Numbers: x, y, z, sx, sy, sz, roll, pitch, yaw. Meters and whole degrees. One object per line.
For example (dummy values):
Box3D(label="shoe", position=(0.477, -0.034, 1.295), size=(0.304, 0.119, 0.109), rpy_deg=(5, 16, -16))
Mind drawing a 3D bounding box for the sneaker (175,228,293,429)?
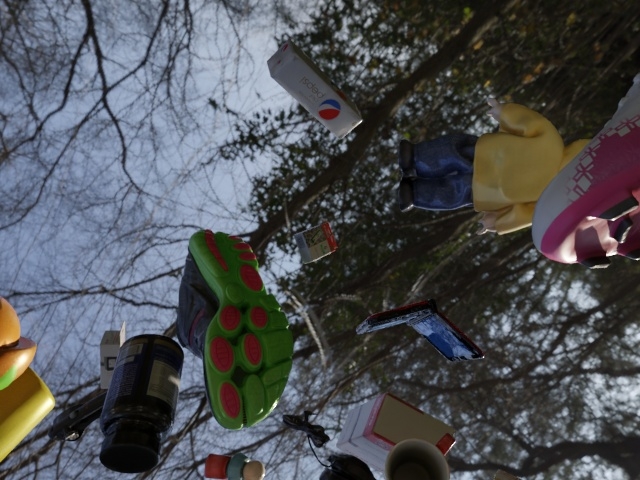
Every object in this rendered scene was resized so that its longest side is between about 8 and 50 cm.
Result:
Box3D(label="sneaker", position=(-0.189, 0.181, 1.058), size=(0.185, 0.202, 0.482), rpy_deg=(11, -147, -26))

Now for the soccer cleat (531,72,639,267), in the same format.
Box3D(label="soccer cleat", position=(0.288, -0.101, 0.404), size=(0.143, 0.331, 0.116), rpy_deg=(61, 179, 37))

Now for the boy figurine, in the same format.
Box3D(label="boy figurine", position=(0.245, -0.097, 0.670), size=(0.285, 0.177, 0.092), rpy_deg=(-2, -176, 17))

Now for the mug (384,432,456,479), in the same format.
Box3D(label="mug", position=(0.196, 0.449, 0.986), size=(0.150, 0.169, 0.113), rpy_deg=(-14, -123, -3))

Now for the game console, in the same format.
Box3D(label="game console", position=(0.121, 0.130, 0.674), size=(0.124, 0.144, 0.085), rpy_deg=(-14, -105, -7))

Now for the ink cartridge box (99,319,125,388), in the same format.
Box3D(label="ink cartridge box", position=(-0.625, 0.340, 1.558), size=(0.060, 0.180, 0.104), rpy_deg=(1, -166, -14))

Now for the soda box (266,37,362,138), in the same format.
Box3D(label="soda box", position=(-0.009, -0.308, 1.069), size=(0.216, 0.069, 0.074), rpy_deg=(35, -153, -36))

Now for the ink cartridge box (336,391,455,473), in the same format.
Box3D(label="ink cartridge box", position=(0.183, 0.509, 1.327), size=(0.197, 0.273, 0.114), rpy_deg=(30, -123, -2))

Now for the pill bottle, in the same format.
Box3D(label="pill bottle", position=(-0.314, 0.282, 0.909), size=(0.123, 0.123, 0.219), rpy_deg=(25, -148, -23))

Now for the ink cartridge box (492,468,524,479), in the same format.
Box3D(label="ink cartridge box", position=(0.525, 0.703, 1.431), size=(0.104, 0.061, 0.181), rpy_deg=(17, -167, 28))

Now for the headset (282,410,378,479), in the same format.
Box3D(label="headset", position=(0.007, 0.566, 1.167), size=(0.185, 0.394, 0.243), rpy_deg=(15, -146, 37))

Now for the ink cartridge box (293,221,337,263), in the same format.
Box3D(label="ink cartridge box", position=(0.000, 0.000, 1.069), size=(0.115, 0.029, 0.062), rpy_deg=(-24, -85, -47))

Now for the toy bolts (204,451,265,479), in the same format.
Box3D(label="toy bolts", position=(-0.218, 0.701, 1.410), size=(0.218, 0.159, 0.228), rpy_deg=(35, -125, -57))

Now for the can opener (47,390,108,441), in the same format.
Box3D(label="can opener", position=(-0.465, 0.345, 1.050), size=(0.073, 0.186, 0.059), rpy_deg=(58, 178, 30))

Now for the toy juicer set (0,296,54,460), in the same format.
Box3D(label="toy juicer set", position=(-0.325, 0.012, 0.357), size=(0.329, 0.209, 0.089), rpy_deg=(44, -129, 6))
